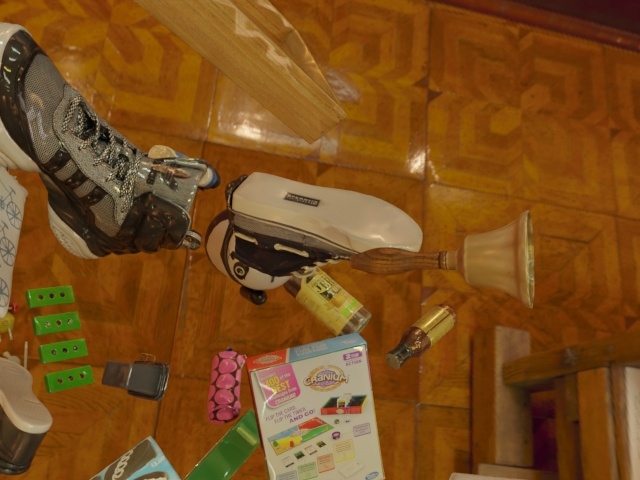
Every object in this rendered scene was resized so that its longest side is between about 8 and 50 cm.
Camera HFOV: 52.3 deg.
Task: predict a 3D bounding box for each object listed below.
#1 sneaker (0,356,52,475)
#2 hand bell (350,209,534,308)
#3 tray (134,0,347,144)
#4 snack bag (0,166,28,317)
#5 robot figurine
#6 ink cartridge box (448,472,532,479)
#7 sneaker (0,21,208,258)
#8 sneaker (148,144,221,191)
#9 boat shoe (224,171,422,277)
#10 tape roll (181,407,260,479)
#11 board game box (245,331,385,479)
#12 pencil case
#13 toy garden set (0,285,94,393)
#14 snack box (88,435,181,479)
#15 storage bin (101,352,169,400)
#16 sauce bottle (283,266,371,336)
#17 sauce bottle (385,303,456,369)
[{"bbox_3d":[-0.635,0.348,1.294,0.105,0.296,0.146,21,97,-45],"label":"sneaker"},{"bbox_3d":[0.157,0.029,0.875,0.242,0.126,0.126,-3,68,22],"label":"hand bell"},{"bbox_3d":[-0.134,-0.287,0.769,0.076,0.411,0.202,-36,55,15],"label":"tray"},{"bbox_3d":[-0.372,-0.143,0.639,0.037,0.323,0.342,-12,51,-3],"label":"snack bag"},{"bbox_3d":[-0.159,0.013,1.454,0.173,0.278,0.209,-47,117,-13],"label":"robot figurine"},{"bbox_3d":[0.276,0.418,0.673,0.130,0.272,0.309,-37,117,-58],"label":"ink cartridge box"},{"bbox_3d":[-0.187,-0.076,0.585,0.153,0.268,0.101,4,54,8],"label":"sneaker"},{"bbox_3d":[-0.274,-0.145,1.326,0.152,0.084,0.058,21,89,17],"label":"sneaker"},{"bbox_3d":[0.000,0.000,1.118,0.341,0.158,0.127,18,41,15],"label":"boat shoe"},{"bbox_3d":[-0.258,0.559,1.618,0.077,0.321,0.321,42,67,5],"label":"tape roll"},{"bbox_3d":[-0.008,0.367,1.325,0.242,0.064,0.316,-11,105,-12],"label":"board game box"},{"bbox_3d":[-0.257,0.402,1.797,0.098,0.095,0.209,-3,41,0],"label":"pencil case"},{"bbox_3d":[-0.655,0.236,1.506,0.204,0.049,0.244,-4,72,-48],"label":"toy garden set"},{"bbox_3d":[-0.362,0.486,1.044,0.322,0.060,0.187,-34,124,-22],"label":"snack box"},{"bbox_3d":[-0.413,0.296,1.441,0.091,0.135,0.098,25,69,-45],"label":"storage bin"},{"bbox_3d":[-0.022,0.129,1.749,0.344,0.111,0.111,40,67,11],"label":"sauce bottle"},{"bbox_3d":[0.140,0.135,0.916,0.128,0.042,0.042,-30,80,-34],"label":"sauce bottle"}]
